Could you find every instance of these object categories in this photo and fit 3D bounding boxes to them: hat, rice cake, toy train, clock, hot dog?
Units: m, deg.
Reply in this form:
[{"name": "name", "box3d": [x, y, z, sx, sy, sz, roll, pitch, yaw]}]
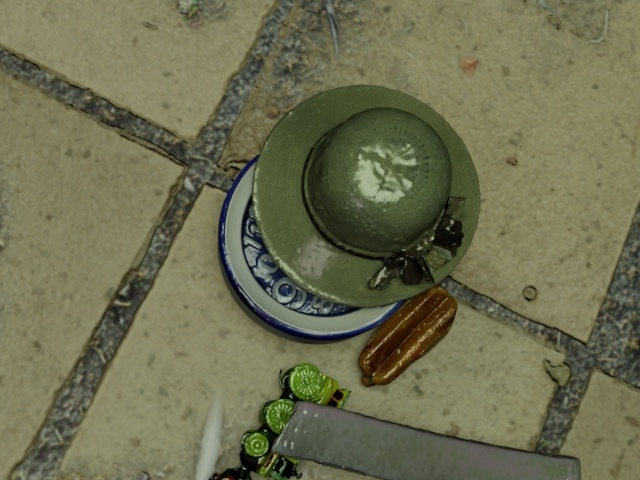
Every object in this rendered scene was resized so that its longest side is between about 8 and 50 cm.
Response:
[{"name": "hat", "box3d": [0.059, -0.062, 1.025, 0.257, 0.130, 0.257, 2, 78, -8]}, {"name": "rice cake", "box3d": [0.119, 0.236, 1.060, 0.364, 0.056, 0.073, 14, 81, -15]}, {"name": "toy train", "box3d": [-0.065, 0.244, 1.058, 0.085, 0.053, 0.250, 37, 75, -5]}, {"name": "clock", "box3d": [0.000, 0.000, 1.109, 0.230, 0.083, 0.231, 1, 78, -6]}, {"name": "hot dog", "box3d": [0.097, 0.110, 1.120, 0.144, 0.038, 0.062, -44, 90, -13]}]
